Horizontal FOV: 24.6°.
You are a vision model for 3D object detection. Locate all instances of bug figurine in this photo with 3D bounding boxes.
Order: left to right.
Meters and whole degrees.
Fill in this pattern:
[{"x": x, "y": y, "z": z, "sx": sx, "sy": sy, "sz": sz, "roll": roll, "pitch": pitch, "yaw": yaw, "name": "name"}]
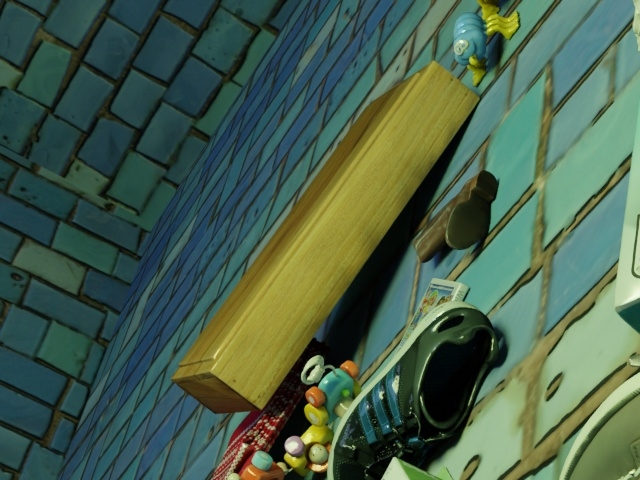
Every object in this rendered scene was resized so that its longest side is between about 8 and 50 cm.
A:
[{"x": 0.211, "y": -0.313, "z": 1.581, "sx": 0.279, "sy": 0.072, "sz": 0.216, "roll": -57, "pitch": 13, "yaw": 26, "name": "bug figurine"}]

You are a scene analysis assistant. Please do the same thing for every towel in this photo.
[{"x": -0.083, "y": 0.224, "z": 1.558, "sx": 0.199, "sy": 0.031, "sz": 0.275, "roll": -53, "pitch": 0, "yaw": 25, "name": "towel"}]

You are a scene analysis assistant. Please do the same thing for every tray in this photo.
[{"x": 0.000, "y": 0.000, "z": 1.596, "sx": 0.411, "sy": 0.076, "sz": 0.203, "roll": -54, "pitch": 9, "yaw": -16, "name": "tray"}]

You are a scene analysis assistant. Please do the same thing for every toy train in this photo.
[{"x": -0.013, "y": 0.189, "z": 1.387, "sx": 0.166, "sy": 0.046, "sz": 0.125, "roll": -59, "pitch": -28, "yaw": 13, "name": "toy train"}]

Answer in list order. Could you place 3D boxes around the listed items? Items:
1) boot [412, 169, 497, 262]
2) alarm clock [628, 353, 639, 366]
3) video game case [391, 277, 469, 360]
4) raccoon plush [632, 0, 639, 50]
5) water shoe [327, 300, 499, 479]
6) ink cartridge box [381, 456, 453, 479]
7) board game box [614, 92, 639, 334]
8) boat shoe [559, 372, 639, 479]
[{"x": 0.116, "y": -0.003, "z": 1.382, "sx": 0.114, "sy": 0.037, "sz": 0.106, "roll": -44, "pitch": 8, "yaw": 47, "name": "boot"}, {"x": 0.232, "y": 0.052, "z": 0.737, "sx": 0.192, "sy": 0.064, "sz": 0.129, "roll": -35, "pitch": 29, "yaw": 59, "name": "alarm clock"}, {"x": 0.092, "y": 0.092, "z": 1.338, "sx": 0.122, "sy": 0.011, "sz": 0.087, "roll": -63, "pitch": 12, "yaw": -4, "name": "video game case"}, {"x": 0.224, "y": -0.380, "z": 1.134, "sx": 0.216, "sy": 0.299, "sz": 0.446, "roll": -51, "pitch": 17, "yaw": 42, "name": "raccoon plush"}, {"x": 0.070, "y": 0.141, "z": 1.178, "sx": 0.203, "sy": 0.073, "sz": 0.080, "roll": -61, "pitch": 14, "yaw": 9, "name": "water shoe"}, {"x": 0.061, "y": 0.227, "z": 1.050, "sx": 0.109, "sy": 0.062, "sz": 0.209, "roll": -62, "pitch": 12, "yaw": 6, "name": "ink cartridge box"}, {"x": 0.278, "y": -0.115, "z": 0.709, "sx": 0.253, "sy": 0.079, "sz": 0.336, "roll": -29, "pitch": 32, "yaw": 40, "name": "board game box"}, {"x": 0.201, "y": 0.099, "z": 0.639, "sx": 0.305, "sy": 0.109, "sz": 0.091, "roll": -44, "pitch": 16, "yaw": 45, "name": "boat shoe"}]
